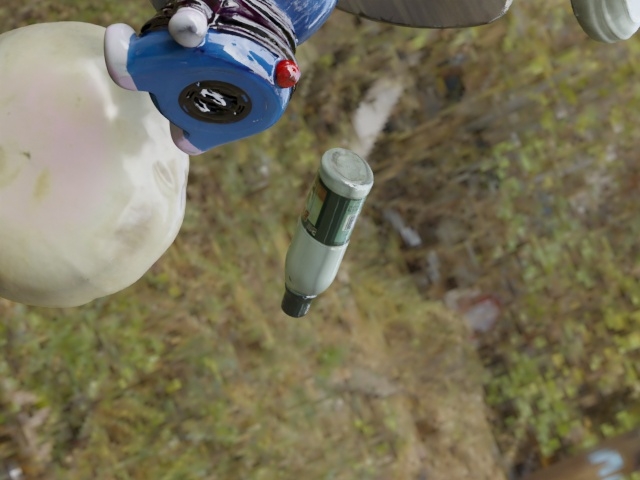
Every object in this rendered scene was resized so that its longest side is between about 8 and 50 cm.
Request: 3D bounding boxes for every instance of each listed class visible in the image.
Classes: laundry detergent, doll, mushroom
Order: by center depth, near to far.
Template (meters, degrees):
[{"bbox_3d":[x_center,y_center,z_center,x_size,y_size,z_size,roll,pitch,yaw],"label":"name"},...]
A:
[{"bbox_3d":[-0.095,-0.276,1.597,0.284,0.240,0.310,65,26,-56],"label":"doll"},{"bbox_3d":[0.000,0.000,1.833,0.099,0.070,0.226,-110,-145,-55],"label":"laundry detergent"},{"bbox_3d":[-0.340,-0.093,1.833,0.353,0.325,0.353,57,-18,29],"label":"mushroom"}]

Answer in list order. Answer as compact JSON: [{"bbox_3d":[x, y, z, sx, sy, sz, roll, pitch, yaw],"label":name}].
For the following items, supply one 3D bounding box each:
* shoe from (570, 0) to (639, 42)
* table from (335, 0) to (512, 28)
[{"bbox_3d":[0.334,-0.323,1.437,0.124,0.159,0.316,-56,145,-30],"label":"shoe"},{"bbox_3d":[0.074,-0.422,1.695,0.249,0.317,0.317,66,4,-71],"label":"table"}]
